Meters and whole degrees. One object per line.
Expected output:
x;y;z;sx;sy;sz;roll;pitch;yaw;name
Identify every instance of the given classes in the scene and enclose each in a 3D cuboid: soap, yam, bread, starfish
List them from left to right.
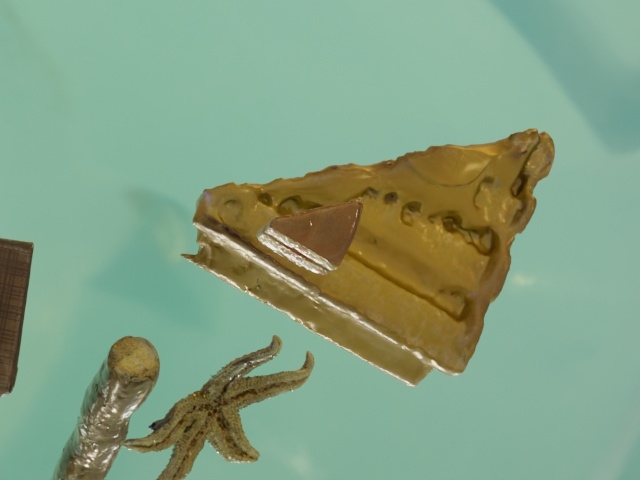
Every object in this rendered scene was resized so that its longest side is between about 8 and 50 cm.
-0.218;0.189;1.850;0.061;0.061;0.253;-13;147;-34;yam
-0.086;0.166;1.700;0.208;0.053;0.176;-36;144;-11;starfish
0.000;0.000;1.696;0.109;0.062;0.043;-18;174;-31;bread
0.047;-0.055;1.979;0.339;0.169;0.304;31;66;-16;soap

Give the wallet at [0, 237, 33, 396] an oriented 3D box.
-0.332;0.041;1.378;0.230;0.042;0.124;9;88;-17;wallet
